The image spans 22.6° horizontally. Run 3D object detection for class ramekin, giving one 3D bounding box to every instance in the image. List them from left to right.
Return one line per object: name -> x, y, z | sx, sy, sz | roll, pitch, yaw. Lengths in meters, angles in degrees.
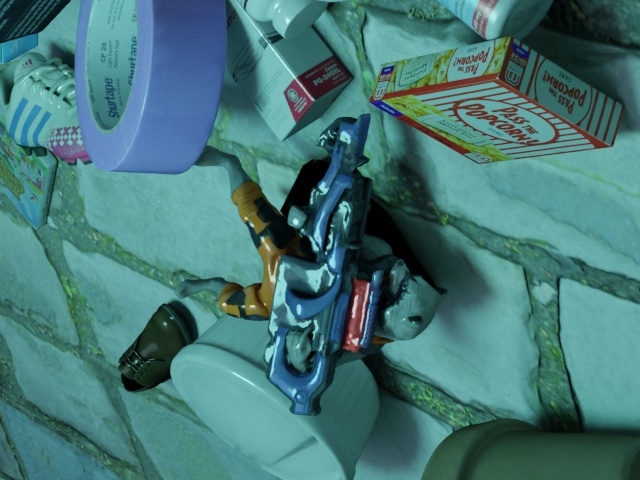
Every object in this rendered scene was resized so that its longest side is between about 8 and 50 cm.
ramekin -> -0.046, 0.191, 2.037 | 0.273, 0.127, 0.273 | 30, 155, 16

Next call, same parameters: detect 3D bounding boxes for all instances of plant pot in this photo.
plant pot -> 0.267, 0.299, 1.674 | 0.229, 0.263, 0.263 | -22, 101, 40

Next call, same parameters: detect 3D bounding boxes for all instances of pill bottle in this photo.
pill bottle -> -0.063, -0.288, 1.690 | 0.152, 0.086, 0.086 | 48, 149, 12
pill bottle -> 0.130, -0.252, 1.446 | 0.160, 0.087, 0.087 | 42, 147, 22

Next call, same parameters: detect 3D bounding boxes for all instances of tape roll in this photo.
tape roll -> -0.198, -0.213, 1.823 | 0.275, 0.090, 0.275 | -179, 90, -65

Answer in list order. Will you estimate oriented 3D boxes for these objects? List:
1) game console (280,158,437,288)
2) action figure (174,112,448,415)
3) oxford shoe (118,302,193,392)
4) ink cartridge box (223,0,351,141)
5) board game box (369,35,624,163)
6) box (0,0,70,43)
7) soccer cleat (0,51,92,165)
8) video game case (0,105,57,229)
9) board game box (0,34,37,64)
game console -> 0.018, 0.059, 1.956 | 0.213, 0.044, 0.361 | 48, 150, 13
action figure -> 0.000, 0.000, 1.792 | 0.330, 0.178, 0.341 | 28, 110, 29
oxford shoe -> -0.250, 0.172, 2.399 | 0.083, 0.096, 0.227 | 49, 148, 15
ink cartridge box -> -0.050, -0.202, 1.776 | 0.150, 0.063, 0.109 | 53, 150, 5
board game box -> 0.161, -0.127, 1.491 | 0.147, 0.045, 0.193 | 26, 164, -29
box -> -0.571, -0.434, 1.817 | 0.297, 0.471, 0.480 | -27, 85, 60
soccer cleat -> -0.352, -0.185, 2.172 | 0.331, 0.116, 0.143 | 5, 124, 54
video game case -> -0.493, -0.142, 2.509 | 0.212, 0.023, 0.193 | 47, 149, 14
board game box -> -0.511, -0.429, 2.213 | 0.316, 0.064, 0.242 | 44, 148, 20
